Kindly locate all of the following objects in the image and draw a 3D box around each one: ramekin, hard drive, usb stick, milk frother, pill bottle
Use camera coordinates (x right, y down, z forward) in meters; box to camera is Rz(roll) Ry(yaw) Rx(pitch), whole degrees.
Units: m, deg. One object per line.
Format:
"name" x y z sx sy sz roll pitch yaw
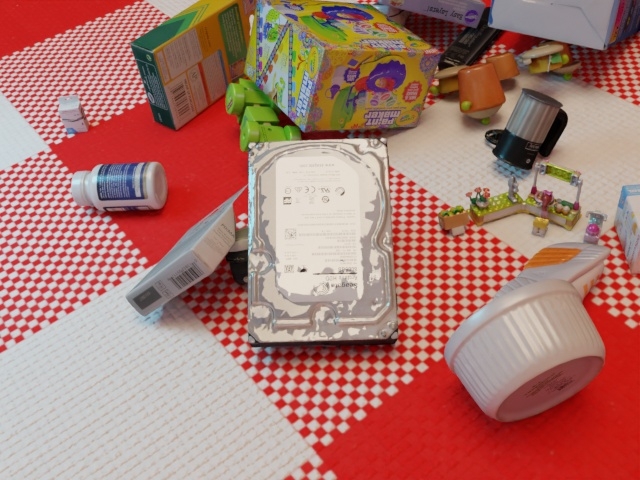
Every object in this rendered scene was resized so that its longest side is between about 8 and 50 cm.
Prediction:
"ramekin" 0.285 0.158 0.978 0.207 0.207 0.109 -19 55 -11
"hard drive" 0.000 0.000 1.157 0.236 0.064 0.339 -1 74 1
"usb stick" 0.368 -0.480 1.716 0.077 0.045 0.278 26 53 21
"milk frother" 0.388 -0.229 1.394 0.129 0.135 0.143 -7 37 -45
"pill bottle" -0.397 -0.106 1.416 0.169 0.094 0.094 -2 45 6

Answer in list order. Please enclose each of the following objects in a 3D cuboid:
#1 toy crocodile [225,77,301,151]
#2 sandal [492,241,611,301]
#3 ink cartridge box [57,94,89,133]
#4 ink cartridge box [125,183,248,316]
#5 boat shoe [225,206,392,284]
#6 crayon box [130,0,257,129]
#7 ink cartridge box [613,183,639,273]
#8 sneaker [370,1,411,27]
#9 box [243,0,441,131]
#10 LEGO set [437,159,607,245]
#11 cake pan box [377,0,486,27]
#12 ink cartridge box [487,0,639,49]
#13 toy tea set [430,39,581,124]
"toy crocodile" -0.126 -0.236 1.507 0.115 0.105 0.341 0 46 -25
"sandal" 0.362 0.077 1.132 0.265 0.076 0.101 -28 25 -34
"ink cartridge box" -0.564 -0.287 1.630 0.048 0.083 0.028 -8 44 0
"ink cartridge box" -0.210 0.015 1.237 0.189 0.066 0.232 -32 11 34
"boat shoe" -0.016 0.002 1.259 0.302 0.091 0.114 -12 19 -1
"crayon box" -0.267 -0.426 1.643 0.083 0.203 0.323 26 53 30
"ink cartridge box" 0.554 -0.014 1.185 0.089 0.092 0.143 -2 44 7
"sneaker" 0.178 -0.555 1.794 0.094 0.091 0.258 8 26 22
"box" 0.039 -0.370 1.499 0.289 0.177 0.279 -8 40 -33
"LEGO set" 0.355 -0.074 1.263 0.286 0.107 0.132 8 47 16
"cake pan box" 0.246 -0.607 1.737 0.266 0.070 0.246 8 34 -17
"ink cartridge box" 0.584 -0.554 1.632 0.269 0.151 0.395 22 29 27
"toy tea set" 0.417 -0.340 1.548 0.335 0.124 0.200 -16 15 -3
